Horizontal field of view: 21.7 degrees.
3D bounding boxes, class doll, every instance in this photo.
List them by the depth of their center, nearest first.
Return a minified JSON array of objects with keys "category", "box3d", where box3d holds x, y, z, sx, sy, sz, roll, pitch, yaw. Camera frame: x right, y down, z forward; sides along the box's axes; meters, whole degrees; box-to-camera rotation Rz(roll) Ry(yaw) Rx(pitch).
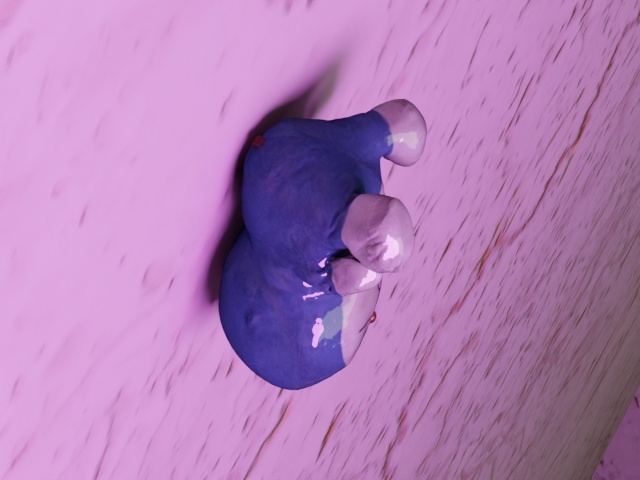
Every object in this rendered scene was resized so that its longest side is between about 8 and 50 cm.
[{"category":"doll","box3d":[0.000,0.000,0.478,0.076,0.050,0.083,-72,178,-50]}]
